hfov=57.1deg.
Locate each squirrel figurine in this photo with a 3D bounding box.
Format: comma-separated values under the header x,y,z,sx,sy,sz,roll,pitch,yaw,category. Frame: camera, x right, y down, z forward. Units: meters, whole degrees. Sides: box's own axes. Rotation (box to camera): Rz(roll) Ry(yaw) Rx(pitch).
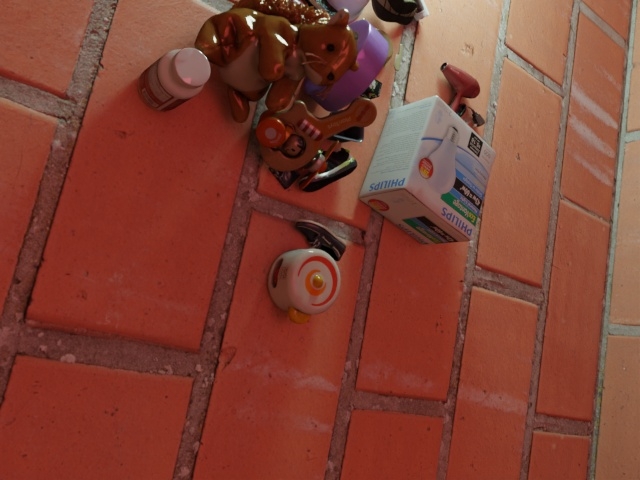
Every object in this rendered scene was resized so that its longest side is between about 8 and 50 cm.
x,y,z,sx,sy,sz,roll,pitch,yaw,category
-0.080,-0.536,1.578,0.281,0.370,0.397,68,24,-47,squirrel figurine

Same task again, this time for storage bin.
x,y,z,sx,sy,sz,roll,pitch,yaw,category
0.059,-0.359,1.860,0.135,0.091,0.098,5,84,-37,storage bin

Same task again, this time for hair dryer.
x,y,z,sx,sy,sz,roll,pitch,yaw,category
0.529,-0.538,2.229,0.223,0.080,0.294,-31,105,-33,hair dryer

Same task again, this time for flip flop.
x,y,z,sx,sy,sz,roll,pitch,yaw,category
0.244,-0.812,2.018,0.277,0.080,0.112,-14,139,-55,flip flop

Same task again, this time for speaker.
x,y,z,sx,sy,sz,roll,pitch,yaw,category
0.344,-0.868,2.128,0.055,0.055,0.136,-39,110,-32,speaker

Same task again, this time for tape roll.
x,y,z,sx,sy,sz,roll,pitch,yaw,category
0.074,-0.525,1.768,0.090,0.274,0.275,35,67,-29,tape roll

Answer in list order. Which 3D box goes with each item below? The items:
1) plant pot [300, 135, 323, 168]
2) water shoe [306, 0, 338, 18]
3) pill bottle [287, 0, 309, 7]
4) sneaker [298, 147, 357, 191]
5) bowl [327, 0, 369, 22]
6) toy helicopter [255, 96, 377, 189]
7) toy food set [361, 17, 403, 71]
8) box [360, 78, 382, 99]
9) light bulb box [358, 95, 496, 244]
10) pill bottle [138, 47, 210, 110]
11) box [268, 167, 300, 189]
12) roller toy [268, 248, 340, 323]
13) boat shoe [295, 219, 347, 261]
x,y,z,sx,sy,sz,roll,pitch,yaw,category
-0.047,-0.274,1.791,0.079,0.083,0.083,43,63,-13,plant pot
-0.013,-0.720,1.834,0.203,0.080,0.073,43,48,-26,water shoe
-0.096,-0.695,1.770,0.152,0.086,0.086,28,71,-33,pill bottle
0.010,-0.228,1.841,0.234,0.084,0.097,-26,79,-36,sneaker
0.078,-0.864,1.881,0.297,0.134,0.298,3,85,-36,bowl
-0.001,-0.299,1.688,0.354,0.140,0.235,-21,112,6,toy helicopter
0.196,-0.667,2.022,0.192,0.038,0.133,26,65,-27,toy food set
0.152,-0.512,1.957,0.083,0.062,0.052,21,76,-34,box
0.371,-0.224,2.001,0.357,0.225,0.361,32,68,-31,light bulb box
-0.364,-0.405,1.471,0.121,0.216,0.121,3,86,-37,pill bottle
-0.108,-0.207,1.771,0.067,0.018,0.083,-50,115,-28,box
-0.045,0.121,1.718,0.209,0.146,0.191,-34,106,-33,roller toy
0.000,0.000,1.805,0.206,0.075,0.065,31,66,-36,boat shoe
